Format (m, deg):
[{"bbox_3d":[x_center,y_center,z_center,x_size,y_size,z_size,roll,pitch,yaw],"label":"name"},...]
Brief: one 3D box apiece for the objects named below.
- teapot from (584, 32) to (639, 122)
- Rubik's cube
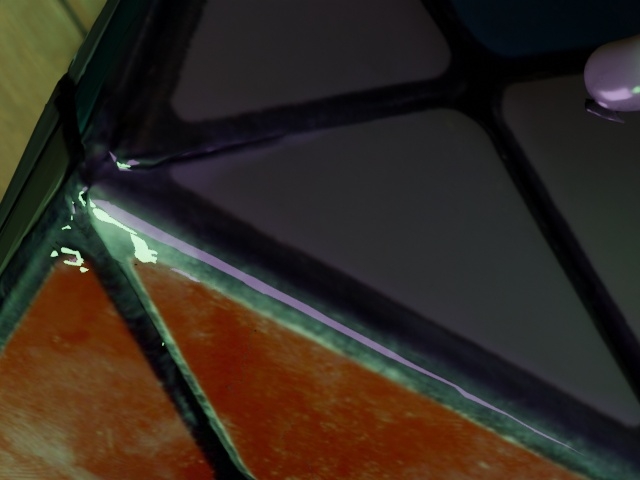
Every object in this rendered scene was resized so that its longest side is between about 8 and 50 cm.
[{"bbox_3d":[0.321,-0.103,0.606,0.424,0.252,0.280,-9,174,-7],"label":"teapot"},{"bbox_3d":[0.000,0.000,0.749,0.305,0.310,0.307,28,138,-11],"label":"Rubik's cube"}]
